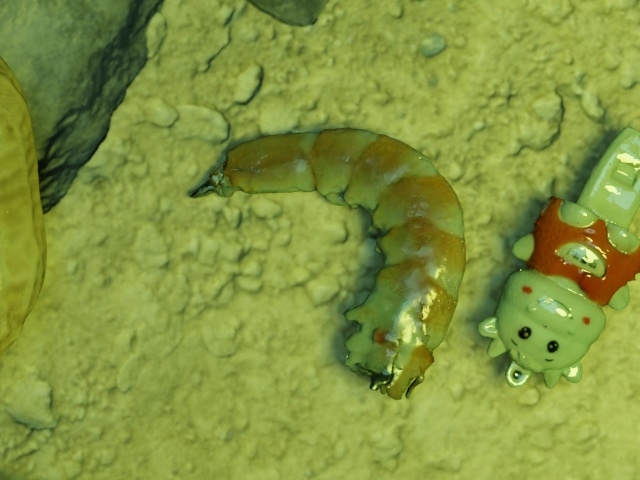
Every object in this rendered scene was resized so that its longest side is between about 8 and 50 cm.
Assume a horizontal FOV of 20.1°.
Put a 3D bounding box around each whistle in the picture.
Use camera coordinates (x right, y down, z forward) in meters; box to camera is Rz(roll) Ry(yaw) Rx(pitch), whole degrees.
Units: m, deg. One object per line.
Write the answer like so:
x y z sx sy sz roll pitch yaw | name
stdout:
0.229 0.018 1.595 0.102 0.106 0.253 30 88 -29 | whistle

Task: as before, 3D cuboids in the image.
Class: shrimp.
0.032 -0.011 1.647 0.185 0.068 0.287 -44 76 0 | shrimp

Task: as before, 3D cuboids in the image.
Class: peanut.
-0.328 -0.031 1.671 0.140 0.153 0.325 -5 74 -5 | peanut
